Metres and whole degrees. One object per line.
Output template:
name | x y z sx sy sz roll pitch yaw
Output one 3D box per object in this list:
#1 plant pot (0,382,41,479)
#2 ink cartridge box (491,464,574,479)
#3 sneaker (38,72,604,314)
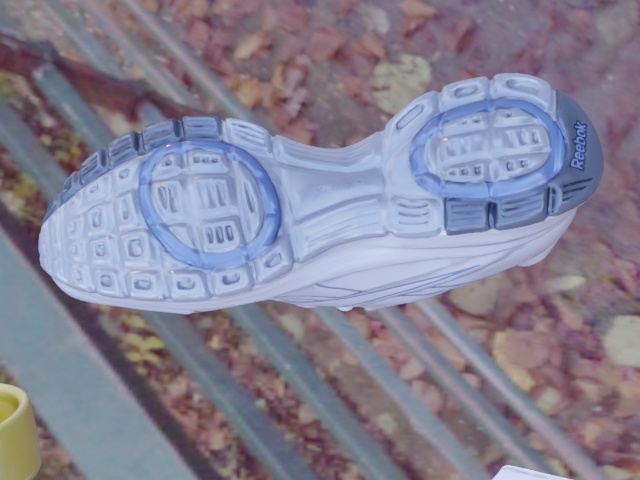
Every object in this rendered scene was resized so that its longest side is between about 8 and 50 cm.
plant pot | -0.426 0.312 1.601 0.254 0.254 0.239 -3 104 29
ink cartridge box | 0.215 0.460 1.370 0.166 0.285 0.395 6 128 46
sneaker | 0.000 0.000 0.765 0.297 0.129 0.111 -5 62 3
